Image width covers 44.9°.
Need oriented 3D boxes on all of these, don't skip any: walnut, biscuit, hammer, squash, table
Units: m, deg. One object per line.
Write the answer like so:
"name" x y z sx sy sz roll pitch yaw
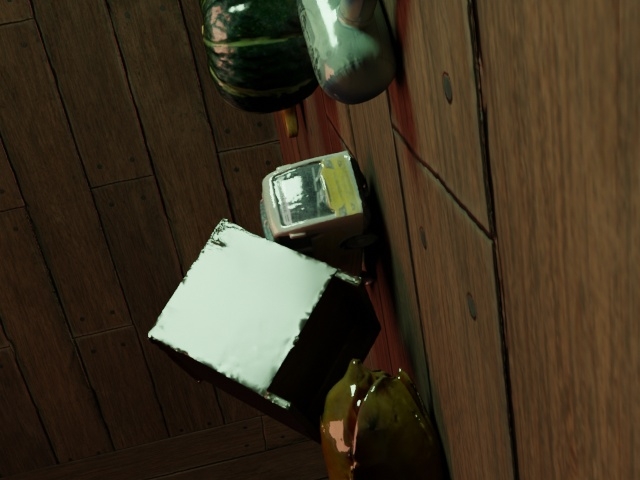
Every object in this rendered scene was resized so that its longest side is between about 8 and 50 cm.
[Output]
"walnut" 0.068 0.242 0.869 0.137 0.137 0.245 -112 2 -68
"biscuit" -0.075 -0.362 1.618 0.324 0.049 0.205 82 173 -58
"hammer" 0.029 -0.194 0.589 0.194 0.069 0.116 110 149 -68
"squash" -0.089 -0.309 1.123 0.252 0.165 0.252 171 90 -86
"table" -0.056 0.112 0.923 0.169 0.193 0.172 -60 -25 -19

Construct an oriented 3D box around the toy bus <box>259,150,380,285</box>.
"toy bus" 0.000 0.000 1.033 0.342 0.138 0.097 83 175 -69
